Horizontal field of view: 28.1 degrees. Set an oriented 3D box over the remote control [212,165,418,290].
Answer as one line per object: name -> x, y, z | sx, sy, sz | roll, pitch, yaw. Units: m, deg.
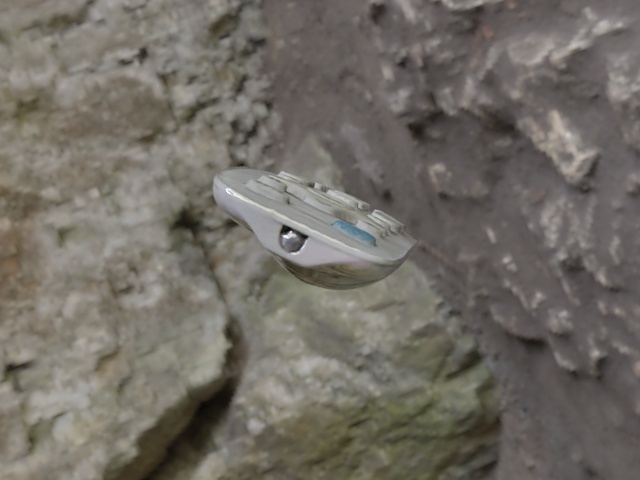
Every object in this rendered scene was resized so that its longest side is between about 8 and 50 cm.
remote control -> 0.000, 0.000, 0.537 | 0.073, 0.044, 0.229 | 28, -175, 4
